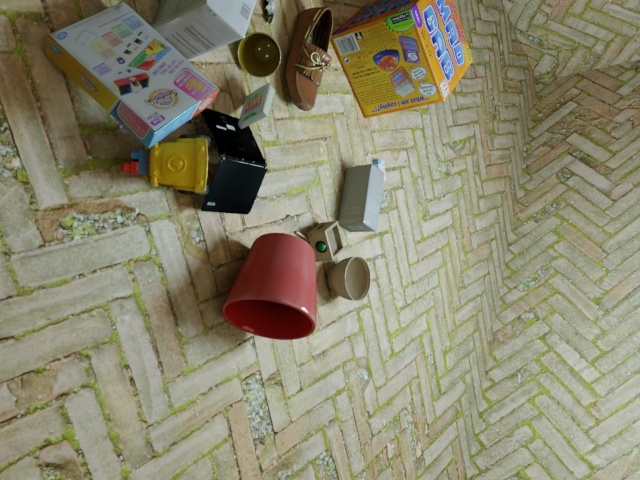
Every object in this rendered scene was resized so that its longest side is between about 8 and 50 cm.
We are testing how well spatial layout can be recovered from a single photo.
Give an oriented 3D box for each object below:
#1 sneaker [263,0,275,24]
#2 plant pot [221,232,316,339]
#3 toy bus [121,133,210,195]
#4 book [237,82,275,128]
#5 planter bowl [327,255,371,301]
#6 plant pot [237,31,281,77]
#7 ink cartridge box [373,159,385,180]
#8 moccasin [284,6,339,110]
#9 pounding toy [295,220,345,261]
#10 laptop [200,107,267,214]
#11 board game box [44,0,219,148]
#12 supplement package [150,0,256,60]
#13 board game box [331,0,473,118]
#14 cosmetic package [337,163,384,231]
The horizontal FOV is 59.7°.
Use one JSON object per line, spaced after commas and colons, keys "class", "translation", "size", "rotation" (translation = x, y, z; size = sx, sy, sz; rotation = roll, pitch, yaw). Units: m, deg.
{"class": "sneaker", "translation": [-0.170, -0.748, 1.820], "size": [0.037, 0.032, 0.083], "rotation": [3, 80, -37]}
{"class": "plant pot", "translation": [-0.130, 0.128, 1.640], "size": [0.275, 0.275, 0.243], "rotation": [43, 46, -41]}
{"class": "toy bus", "translation": [-0.391, -0.194, 1.408], "size": [0.211, 0.220, 0.149], "rotation": [-1, 99, -19]}
{"class": "book", "translation": [-0.194, -0.403, 1.678], "size": [0.035, 0.096, 0.144], "rotation": [49, 33, -37]}
{"class": "planter bowl", "translation": [0.094, 0.137, 2.015], "size": [0.162, 0.109, 0.162], "rotation": [4, 85, -51]}
{"class": "plant pot", "translation": [-0.181, -0.584, 1.730], "size": [0.095, 0.134, 0.134], "rotation": [-78, 147, -61]}
{"class": "ink cartridge box", "translation": [0.242, -0.287, 2.291], "size": [0.048, 0.028, 0.083], "rotation": [-7, 93, -51]}
{"class": "moccasin", "translation": [-0.022, -0.620, 1.895], "size": [0.139, 0.147, 0.380], "rotation": [33, 63, -45]}
{"class": "pounding toy", "translation": [0.000, 0.000, 1.936], "size": [0.141, 0.100, 0.130], "rotation": [-40, 119, -57]}
{"class": "laptop", "translation": [-0.276, -0.227, 1.625], "size": [0.234, 0.136, 0.264], "rotation": [0, 62, -64]}
{"class": "board game box", "translation": [-0.437, -0.397, 1.317], "size": [0.316, 0.064, 0.242], "rotation": [43, 50, -3]}
{"class": "supplement package", "translation": [-0.309, -0.593, 1.462], "size": [0.134, 0.244, 0.139], "rotation": [34, 63, -44]}
{"class": "board game box", "translation": [0.324, -0.743, 2.164], "size": [0.356, 0.356, 0.356], "rotation": [-53, 127, -39]}
{"class": "cosmetic package", "translation": [0.154, -0.159, 2.098], "size": [0.107, 0.127, 0.238], "rotation": [29, 67, -46]}
